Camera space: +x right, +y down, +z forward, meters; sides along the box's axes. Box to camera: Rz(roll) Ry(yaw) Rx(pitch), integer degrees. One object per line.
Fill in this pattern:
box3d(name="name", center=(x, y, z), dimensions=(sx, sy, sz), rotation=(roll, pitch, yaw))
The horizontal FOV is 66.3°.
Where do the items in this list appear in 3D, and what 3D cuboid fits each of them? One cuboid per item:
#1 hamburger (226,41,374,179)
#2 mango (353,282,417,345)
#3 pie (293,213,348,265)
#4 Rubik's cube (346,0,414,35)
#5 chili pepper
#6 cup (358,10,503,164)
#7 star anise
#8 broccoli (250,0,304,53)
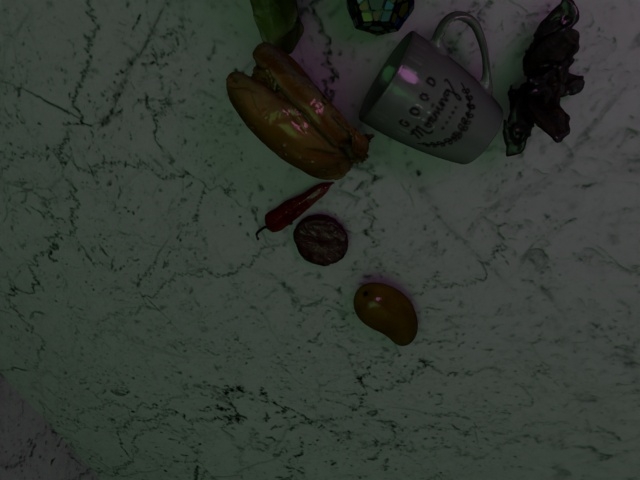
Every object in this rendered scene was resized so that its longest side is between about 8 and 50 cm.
box3d(name="hamburger", center=(-0.040, -0.237, 0.957), dimensions=(0.319, 0.318, 0.158), rotation=(40, 99, -10))
box3d(name="mango", center=(0.179, 0.194, 1.292), dimensions=(0.136, 0.099, 0.227), rotation=(-31, 117, 24))
box3d(name="pie", center=(0.000, 0.000, 1.255), dimensions=(0.155, 0.036, 0.154), rotation=(7, 122, 11))
box3d(name="Rubik's cube", center=(0.110, -0.448, 0.905), dimensions=(0.133, 0.133, 0.112), rotation=(-28, 135, 28))
box3d(name="chili pepper", center=(-0.075, -0.073, 1.224), dimensions=(0.268, 0.050, 0.059), rotation=(-30, 93, 28))
box3d(name="cup", center=(0.237, -0.287, 0.932), dimensions=(0.234, 0.186, 0.258), rotation=(26, 121, -11))
box3d(name="star anise", center=(0.406, -0.283, 0.882), dimensions=(0.129, 0.212, 0.282), rotation=(15, 117, 22))
box3d(name="broccoli", center=(-0.047, -0.470, 0.792), dimensions=(0.275, 0.353, 0.397), rotation=(-25, 133, -9))
